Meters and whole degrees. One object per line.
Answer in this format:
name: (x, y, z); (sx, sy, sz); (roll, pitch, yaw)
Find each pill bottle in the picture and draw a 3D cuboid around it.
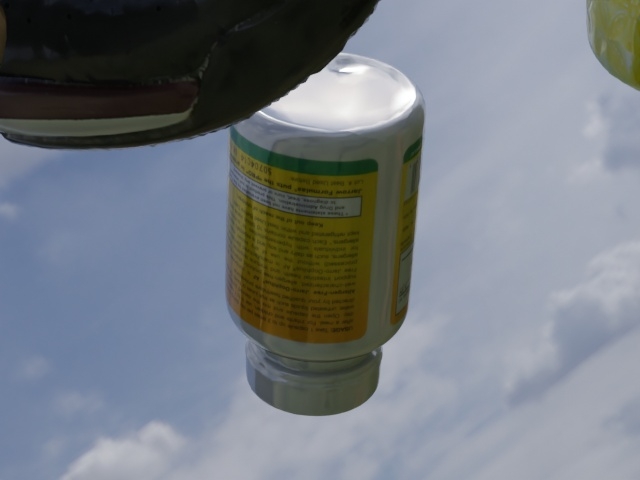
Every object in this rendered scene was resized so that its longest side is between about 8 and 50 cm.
pill bottle: (0.000, 0.000, 1.041); (0.118, 0.117, 0.208); (-23, -50, -35)

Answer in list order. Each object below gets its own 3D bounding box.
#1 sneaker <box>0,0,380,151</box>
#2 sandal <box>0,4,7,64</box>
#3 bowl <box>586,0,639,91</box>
sneaker: (-0.119, -0.123, 0.354); (0.106, 0.281, 0.162); (-55, -34, -13)
sandal: (-0.160, 0.016, 0.265); (0.240, 0.088, 0.079); (-44, -53, -9)
bowl: (0.289, -0.210, 0.990); (0.289, 0.289, 0.156); (-30, -56, -20)
